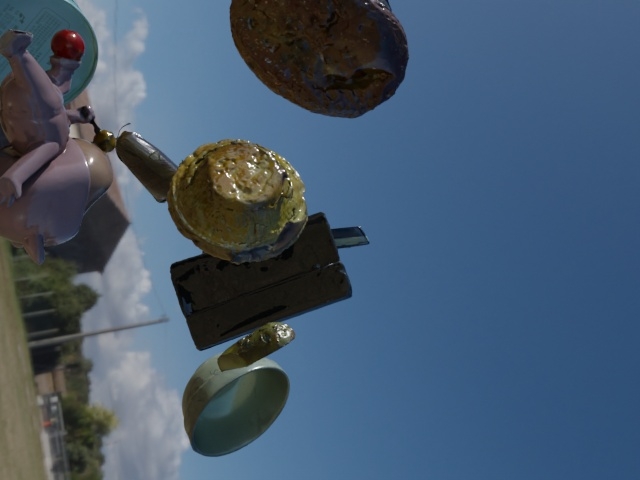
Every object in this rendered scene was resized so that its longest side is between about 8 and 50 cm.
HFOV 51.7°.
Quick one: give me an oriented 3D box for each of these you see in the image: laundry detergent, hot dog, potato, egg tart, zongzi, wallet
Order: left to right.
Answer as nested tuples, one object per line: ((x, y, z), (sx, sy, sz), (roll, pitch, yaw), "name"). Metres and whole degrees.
((-0.679, -0.484, 1.469), (0.305, 0.287, 0.287), (54, -35, 36), "laundry detergent")
((-0.357, -0.163, 1.413), (0.187, 0.084, 0.184), (49, -19, -25), "zongzi")
((-0.129, -0.079, 1.079), (0.106, 0.240, 0.241), (117, -41, -55), "egg tart")
((-0.141, 0.217, 1.357), (0.197, 0.119, 0.054), (-27, -85, 40), "potato")
((-0.144, 0.098, 1.613), (0.062, 0.405, 0.229), (94, -24, -81), "wallet")
((-0.005, -0.412, 1.335), (0.267, 0.387, 0.174), (-51, -175, 28), "hot dog")

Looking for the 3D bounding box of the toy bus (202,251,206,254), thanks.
((-0.319, -0.052, 2.271), (0.365, 0.201, 0.177), (-127, -136, -60), "toy bus")

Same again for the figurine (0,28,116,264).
((-0.343, -0.120, 0.843), (0.176, 0.186, 0.288), (29, -64, 51), "figurine")

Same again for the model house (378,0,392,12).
((0.001, -0.557, 1.671), (0.190, 0.301, 0.271), (5, -39, 50), "model house")

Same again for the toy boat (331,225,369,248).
((0.000, 0.000, 1.943), (0.096, 0.299, 0.062), (0, 84, -69), "toy boat")

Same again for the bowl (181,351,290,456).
((-0.243, 0.416, 1.779), (0.163, 0.307, 0.307), (44, -42, 40), "bowl")
